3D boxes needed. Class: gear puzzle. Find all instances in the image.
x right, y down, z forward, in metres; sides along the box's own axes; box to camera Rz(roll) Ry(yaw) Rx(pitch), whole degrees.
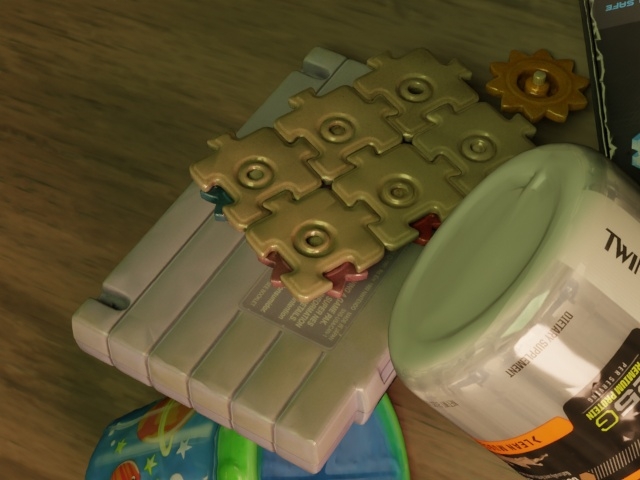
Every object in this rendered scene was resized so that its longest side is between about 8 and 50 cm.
[{"bbox_3d":[0.072,-0.074,0.982,0.339,0.044,0.175,-29,57,-22],"label":"gear puzzle"}]

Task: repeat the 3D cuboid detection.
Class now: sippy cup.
[{"bbox_3d":[-0.074,0.215,1.057,0.224,0.240,0.306,-16,68,33],"label":"sippy cup"}]

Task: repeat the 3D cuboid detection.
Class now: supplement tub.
[{"bbox_3d":[0.231,0.104,0.862,0.338,0.207,0.207,37,107,-16],"label":"supplement tub"}]

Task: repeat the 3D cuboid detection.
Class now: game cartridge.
[{"bbox_3d":[0.000,0.000,0.985,0.230,0.068,0.355,27,56,17],"label":"game cartridge"}]

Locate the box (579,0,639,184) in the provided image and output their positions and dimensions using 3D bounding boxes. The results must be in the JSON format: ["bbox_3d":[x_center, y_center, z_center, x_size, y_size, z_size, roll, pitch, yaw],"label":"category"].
[{"bbox_3d":[0.361,-0.108,0.935,0.295,0.073,0.293,-8,86,25],"label":"box"}]
